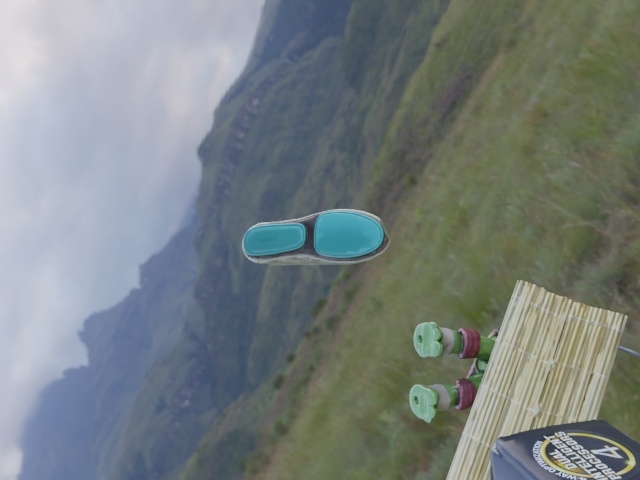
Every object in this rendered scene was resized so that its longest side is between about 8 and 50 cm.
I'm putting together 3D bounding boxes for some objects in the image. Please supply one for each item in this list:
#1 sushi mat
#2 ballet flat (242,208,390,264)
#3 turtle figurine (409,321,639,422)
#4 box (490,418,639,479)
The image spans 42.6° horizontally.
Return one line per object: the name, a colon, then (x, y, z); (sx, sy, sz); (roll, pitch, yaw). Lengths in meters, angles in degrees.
sushi mat: (0.276, 0.213, 1.051); (0.019, 0.151, 0.317); (84, -151, -71)
ballet flat: (0.000, 0.000, 0.832); (0.052, 0.168, 0.057); (30, -117, -59)
turtle figurine: (0.276, 0.190, 1.144); (0.275, 0.266, 0.198); (-115, 35, -46)
box: (0.202, 0.342, 0.436); (0.318, 0.097, 0.395); (-144, 50, -68)
